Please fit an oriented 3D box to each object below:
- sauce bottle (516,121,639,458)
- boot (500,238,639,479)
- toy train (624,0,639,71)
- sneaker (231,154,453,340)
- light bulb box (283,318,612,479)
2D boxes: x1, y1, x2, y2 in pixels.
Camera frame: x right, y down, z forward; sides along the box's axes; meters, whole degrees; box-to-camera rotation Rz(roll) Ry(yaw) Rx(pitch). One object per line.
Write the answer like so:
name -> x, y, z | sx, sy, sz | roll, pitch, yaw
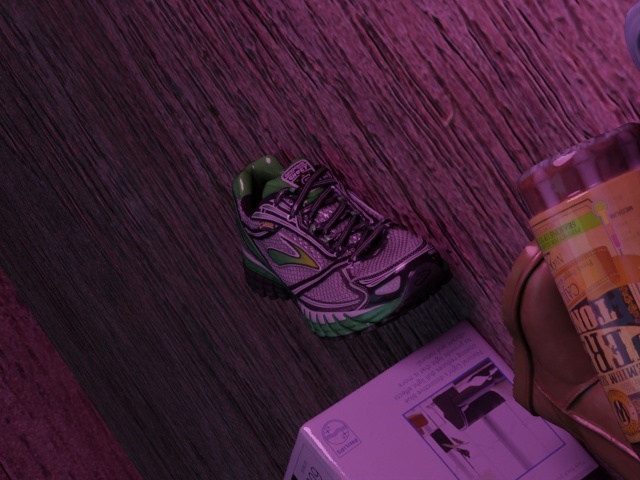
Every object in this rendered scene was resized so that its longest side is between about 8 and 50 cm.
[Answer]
sauce bottle -> 0.256, 0.087, 1.027 | 0.344, 0.111, 0.111 | 66, 156, 7
boot -> 0.277, 0.131, 1.142 | 0.269, 0.089, 0.236 | 37, 156, 36
toy train -> 0.311, -0.090, 0.765 | 0.190, 0.142, 0.334 | 56, 157, -19
sneaker -> 0.000, 0.000, 1.432 | 0.343, 0.134, 0.146 | 18, 134, 55
light bulb box -> 0.148, 0.341, 1.441 | 0.361, 0.225, 0.358 | 49, 152, 21
